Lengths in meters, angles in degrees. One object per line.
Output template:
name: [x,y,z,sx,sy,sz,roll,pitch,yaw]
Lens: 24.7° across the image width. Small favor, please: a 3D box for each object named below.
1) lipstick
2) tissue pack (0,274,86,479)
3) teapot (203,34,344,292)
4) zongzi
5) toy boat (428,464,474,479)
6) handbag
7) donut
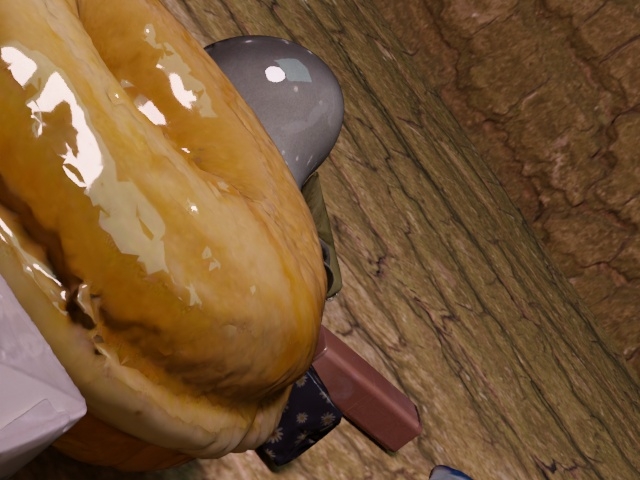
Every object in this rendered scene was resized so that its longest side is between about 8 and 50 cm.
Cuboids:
lipstick: [0.034,0.141,1.378,0.145,0.045,0.045,42,21,-29]
tissue pack: [-0.227,0.077,0.488,0.145,0.229,0.159,54,17,7]
teapot: [-0.057,-0.059,1.353,0.183,0.183,0.251,34,36,-46]
zongzi: [0.000,0.000,1.467,0.052,0.113,0.104,-23,73,-36]
toy boat: [0.174,0.309,1.275,0.262,0.114,0.115,51,29,8]
handbag: [-0.038,0.117,1.220,0.115,0.072,0.139,51,4,0]
donut: [-0.165,-0.048,0.966,0.449,0.198,0.449,47,18,-21]
